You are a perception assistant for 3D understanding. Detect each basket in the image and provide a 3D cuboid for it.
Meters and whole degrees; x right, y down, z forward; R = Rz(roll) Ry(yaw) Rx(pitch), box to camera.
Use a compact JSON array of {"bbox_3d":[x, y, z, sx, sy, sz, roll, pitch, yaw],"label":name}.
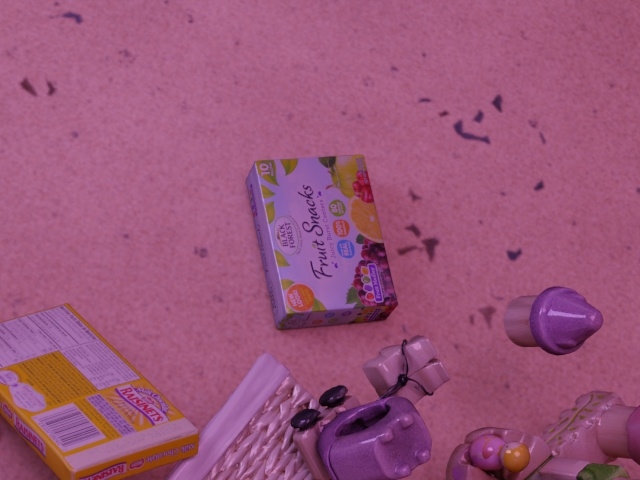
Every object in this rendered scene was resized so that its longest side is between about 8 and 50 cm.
[{"bbox_3d":[-0.060,0.189,1.498,0.103,0.113,0.167,38,60,0],"label":"basket"}]

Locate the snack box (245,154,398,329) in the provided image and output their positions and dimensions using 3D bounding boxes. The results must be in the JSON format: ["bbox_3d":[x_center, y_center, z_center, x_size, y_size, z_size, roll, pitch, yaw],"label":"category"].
[{"bbox_3d":[0.000,0.000,1.654,0.100,0.037,0.141,-5,67,-19],"label":"snack box"}]

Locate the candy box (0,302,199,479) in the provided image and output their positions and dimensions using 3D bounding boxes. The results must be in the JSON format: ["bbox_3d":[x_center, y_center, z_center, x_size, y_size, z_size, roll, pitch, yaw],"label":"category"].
[{"bbox_3d":[-0.187,0.114,1.473,0.105,0.027,0.206,-13,33,-32],"label":"candy box"}]

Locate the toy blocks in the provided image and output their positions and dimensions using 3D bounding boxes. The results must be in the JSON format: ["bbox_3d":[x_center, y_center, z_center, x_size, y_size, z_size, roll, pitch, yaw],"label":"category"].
[{"bbox_3d":[0.204,0.191,1.442,0.288,0.260,0.309,-37,107,-28],"label":"toy blocks"}]
